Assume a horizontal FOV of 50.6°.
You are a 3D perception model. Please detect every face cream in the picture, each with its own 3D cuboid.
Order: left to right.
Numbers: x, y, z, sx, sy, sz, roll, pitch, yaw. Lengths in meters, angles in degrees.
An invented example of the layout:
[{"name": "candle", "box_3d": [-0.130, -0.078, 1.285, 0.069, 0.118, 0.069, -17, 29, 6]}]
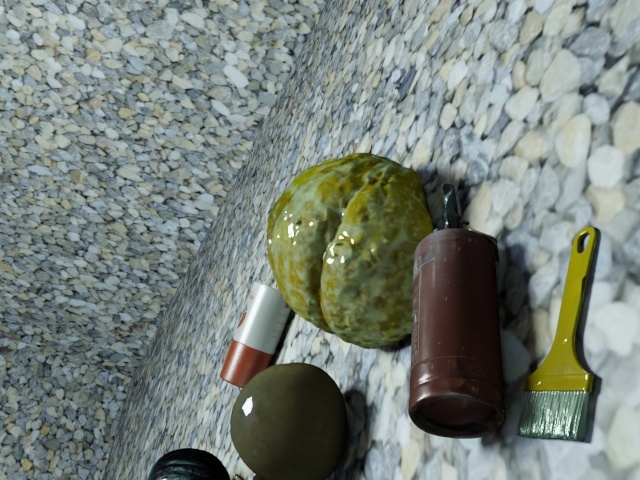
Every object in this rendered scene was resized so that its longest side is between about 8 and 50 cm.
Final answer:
[{"name": "face cream", "box_3d": [-0.132, 0.202, 1.432, 0.214, 0.095, 0.096, -69, 16, -5]}]

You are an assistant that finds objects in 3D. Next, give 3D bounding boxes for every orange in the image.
[{"name": "orange", "box_3d": [0.030, -0.005, 1.007, 0.369, 0.210, 0.271, -126, 58, -74]}]

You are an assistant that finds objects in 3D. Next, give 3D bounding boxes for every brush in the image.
[{"name": "brush", "box_3d": [0.226, 0.078, 0.616, 0.083, 0.011, 0.205, -30, 40, 66]}]

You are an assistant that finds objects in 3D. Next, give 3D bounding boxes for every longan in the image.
[{"name": "longan", "box_3d": [-0.043, 0.257, 0.960, 0.189, 0.189, 0.189, -57, 19, 32]}]

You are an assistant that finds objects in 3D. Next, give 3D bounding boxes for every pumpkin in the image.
[{"name": "pumpkin", "box_3d": [-0.291, 0.508, 1.263, 0.248, 0.248, 0.248, -57, 19, 32]}]

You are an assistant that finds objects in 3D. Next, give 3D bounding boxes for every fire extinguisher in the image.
[{"name": "fire extinguisher", "box_3d": [0.145, 0.066, 0.728, 0.105, 0.104, 0.269, -50, 23, 46]}]

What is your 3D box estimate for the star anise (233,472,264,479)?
[{"name": "star anise", "box_3d": [-0.119, 0.488, 1.046, 0.148, 0.218, 0.228, 22, 115, 39]}]
